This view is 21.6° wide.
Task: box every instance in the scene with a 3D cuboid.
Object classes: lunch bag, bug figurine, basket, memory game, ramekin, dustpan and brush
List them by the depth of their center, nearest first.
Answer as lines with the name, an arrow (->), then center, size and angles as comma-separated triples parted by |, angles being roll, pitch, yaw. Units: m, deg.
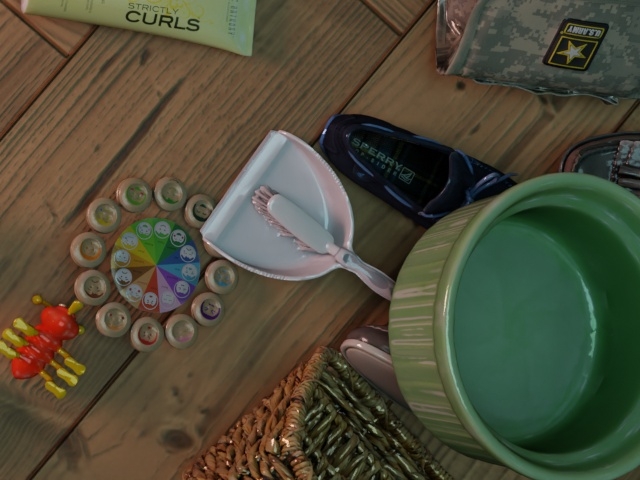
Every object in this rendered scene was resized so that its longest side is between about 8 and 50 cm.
bug figurine -> -0.380, 0.080, 1.671 | 0.279, 0.072, 0.216 | 43, 91, -17
ramekin -> 0.215, 0.089, 1.672 | 0.303, 0.148, 0.303 | 2, 85, -27
basket -> 0.039, 0.287, 1.710 | 0.223, 0.213, 0.299 | -41, 102, -6
memory game -> -0.168, 0.024, 1.717 | 0.186, 0.012, 0.186 | 2, 85, -27
lunch bag -> 0.256, -0.287, 1.735 | 0.235, 0.169, 0.287 | 5, 102, -16
dustpan and brush -> 0.000, 0.000, 1.751 | 0.211, 0.060, 0.147 | 38, 80, -19

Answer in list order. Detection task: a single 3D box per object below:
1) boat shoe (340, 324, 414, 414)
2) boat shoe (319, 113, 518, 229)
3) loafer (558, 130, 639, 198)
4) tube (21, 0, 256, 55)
boat shoe -> 0.171, 0.159, 1.791 | 0.335, 0.112, 0.096 | 31, 68, -18
boat shoe -> 0.119, -0.051, 1.761 | 0.258, 0.089, 0.109 | 18, 91, -14
loafer -> 0.390, -0.061, 1.786 | 0.267, 0.084, 0.096 | 8, 93, -14
tube -> -0.180, -0.247, 1.696 | 0.240, 0.062, 0.070 | 6, 134, -18
